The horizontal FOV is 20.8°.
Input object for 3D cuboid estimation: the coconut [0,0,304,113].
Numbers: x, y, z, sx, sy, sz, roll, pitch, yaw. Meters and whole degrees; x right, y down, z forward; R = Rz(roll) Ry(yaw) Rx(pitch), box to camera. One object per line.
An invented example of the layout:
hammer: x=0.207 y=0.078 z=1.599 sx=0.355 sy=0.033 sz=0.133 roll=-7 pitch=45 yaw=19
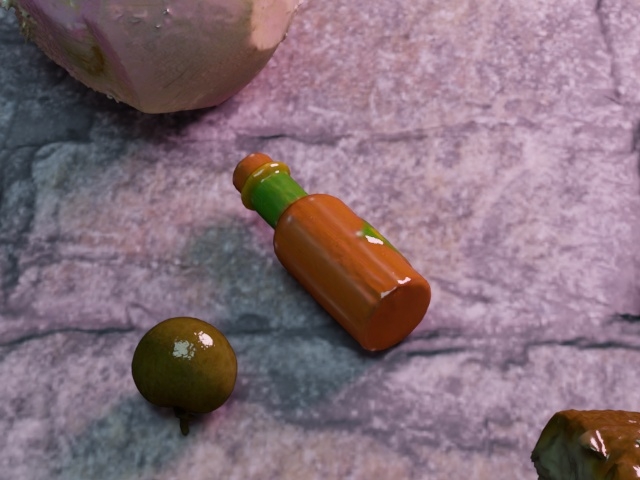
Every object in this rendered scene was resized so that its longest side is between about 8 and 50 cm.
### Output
coconut: x=-0.127 y=-0.215 z=1.379 sx=0.233 sy=0.233 sz=0.245 roll=-38 pitch=51 yaw=-22

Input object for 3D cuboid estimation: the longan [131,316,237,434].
longan: x=-0.096 y=0.095 z=1.222 sx=0.075 sy=0.075 sz=0.083 roll=7 pitch=94 yaw=11

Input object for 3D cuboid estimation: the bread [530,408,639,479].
bread: x=0.240 y=0.227 z=0.932 sx=0.250 sy=0.225 sz=0.279 roll=8 pitch=10 yaw=-16

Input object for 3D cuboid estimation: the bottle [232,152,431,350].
bottle: x=0.000 y=0.000 z=1.281 sx=0.069 sy=0.069 sz=0.187 roll=-34 pitch=57 yaw=-19
